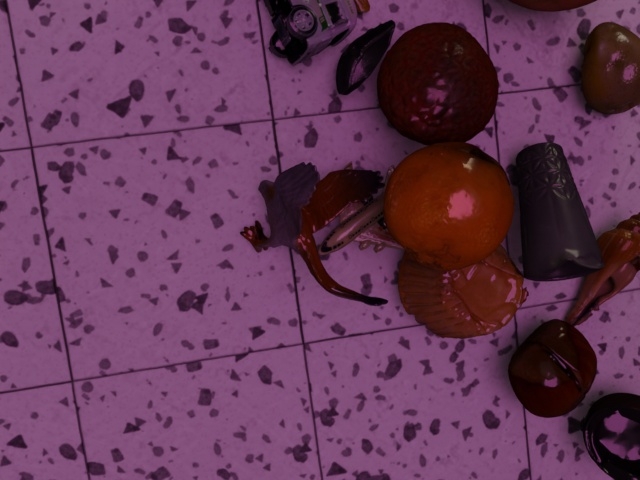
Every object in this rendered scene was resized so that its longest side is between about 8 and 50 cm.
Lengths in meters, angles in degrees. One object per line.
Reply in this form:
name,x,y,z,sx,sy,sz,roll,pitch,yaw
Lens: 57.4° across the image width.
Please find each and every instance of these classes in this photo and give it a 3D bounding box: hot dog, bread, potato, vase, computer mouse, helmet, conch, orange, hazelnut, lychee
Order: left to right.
hot dog,0.066,-0.551,1.248,0.044,0.028,0.137,-29,101,-31
computer mouse,0.085,-0.390,1.222,0.062,0.106,0.192,35,85,-21
lychee,0.237,-0.313,1.194,0.255,0.300,0.255,10,116,20
orange,0.242,-0.066,1.110,0.246,0.246,0.246,-1,94,-8
bread,0.306,0.087,1.272,0.274,0.149,0.273,-1,93,-15
vase,0.497,-0.052,1.259,0.156,0.251,0.300,-9,69,16
hazelnut,0.524,0.293,1.302,0.181,0.181,0.212,44,77,11
conch,0.657,0.066,1.355,0.109,0.093,0.330,20,112,-26
potato,0.652,-0.385,1.293,0.157,0.157,0.193,-15,83,-6
helmet,0.706,0.446,1.329,0.216,0.193,0.189,12,95,3

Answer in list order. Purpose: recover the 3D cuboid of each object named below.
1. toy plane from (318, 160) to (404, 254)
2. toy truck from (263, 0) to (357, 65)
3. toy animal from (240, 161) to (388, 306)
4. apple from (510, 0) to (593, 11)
toy plane,0.095,-0.047,1.253,0.244,0.092,0.229,-38,86,3
toy truck,-0.058,-0.548,1.164,0.178,0.176,0.363,-22,96,-18
toy animal,-0.019,0.001,1.188,0.302,0.225,0.284,-9,90,36
apple,0.484,-0.645,1.148,0.364,0.364,0.363,-1,94,-8
